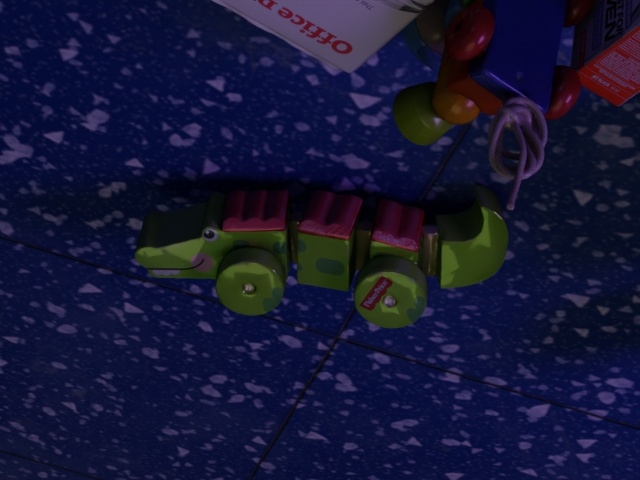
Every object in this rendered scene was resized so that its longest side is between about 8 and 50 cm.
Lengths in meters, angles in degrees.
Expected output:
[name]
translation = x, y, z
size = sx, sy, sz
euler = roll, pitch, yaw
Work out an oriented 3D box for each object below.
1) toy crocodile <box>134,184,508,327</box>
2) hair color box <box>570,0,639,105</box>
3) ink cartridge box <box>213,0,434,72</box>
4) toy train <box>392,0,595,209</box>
[toy crocodile]
translation = 0.000, 0.000, 1.497
size = 0.340, 0.115, 0.105
euler = 4, 126, 8
[hair color box]
translation = 0.253, -0.180, 1.179
size = 0.053, 0.093, 0.167
euler = 28, 142, -22
[ink cartridge box]
translation = 0.024, -0.244, 1.147
size = 0.172, 0.100, 0.237
euler = 27, 142, -22
[toy train]
translation = 0.106, -0.106, 1.196
size = 0.105, 0.248, 0.143
euler = 30, 146, -25
